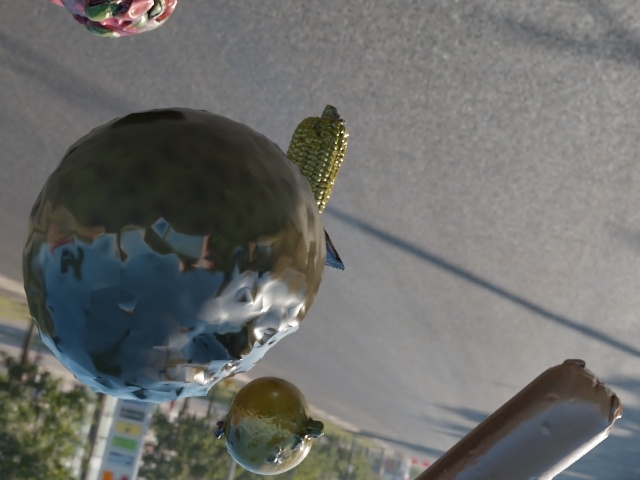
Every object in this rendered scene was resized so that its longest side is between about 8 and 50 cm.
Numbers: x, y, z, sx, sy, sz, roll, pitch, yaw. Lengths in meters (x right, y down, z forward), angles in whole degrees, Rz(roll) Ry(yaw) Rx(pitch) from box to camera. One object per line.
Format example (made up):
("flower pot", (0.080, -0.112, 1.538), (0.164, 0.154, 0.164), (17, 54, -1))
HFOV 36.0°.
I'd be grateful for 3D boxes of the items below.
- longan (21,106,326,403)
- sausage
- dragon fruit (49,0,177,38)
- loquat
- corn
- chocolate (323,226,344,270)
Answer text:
("longan", (-0.185, 0.021, 1.258), (0.391, 0.391, 0.391), (12, 168, 3))
("sausage", (0.180, 0.227, 0.996), (0.086, 0.086, 0.289), (22, 124, -37))
("dragon fruit", (-0.333, -0.461, 1.557), (0.237, 0.303, 0.231), (-42, 139, 23))
("loquat", (-0.085, 0.328, 1.742), (0.204, 0.172, 0.149), (1, 169, 31))
("corn", (-0.030, -0.115, 1.958), (0.119, 0.322, 0.119), (18, 177, 1))
("chocolate", (0.000, 0.000, 2.329), (0.086, 0.028, 0.182), (9, 141, 46))
